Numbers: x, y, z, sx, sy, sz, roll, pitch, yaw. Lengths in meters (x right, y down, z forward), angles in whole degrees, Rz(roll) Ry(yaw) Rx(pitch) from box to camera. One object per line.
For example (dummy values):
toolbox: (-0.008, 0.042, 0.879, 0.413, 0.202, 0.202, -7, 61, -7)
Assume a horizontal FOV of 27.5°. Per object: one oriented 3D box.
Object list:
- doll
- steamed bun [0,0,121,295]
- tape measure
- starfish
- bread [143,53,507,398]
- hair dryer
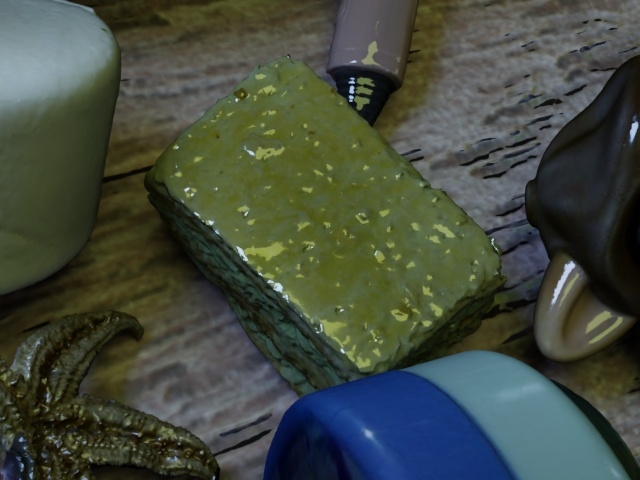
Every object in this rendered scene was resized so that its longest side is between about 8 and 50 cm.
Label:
doll: (0.297, 0.009, 0.784, 0.340, 0.209, 0.318, 30, 57, 5)
steamed bun: (-0.233, -0.059, 0.691, 0.242, 0.146, 0.164, 8, 31, -11)
tape measure: (0.066, 0.189, 0.612, 0.138, 0.259, 0.262, -5, 61, -18)
starfish: (-0.143, 0.095, 0.668, 0.238, 0.057, 0.213, 40, 30, -31)
bread: (0.000, 0.000, 0.774, 0.196, 0.102, 0.138, 44, 59, 13)
hair dryer: (0.067, -0.215, 0.918, 0.189, 0.107, 0.344, 14, 70, -6)
